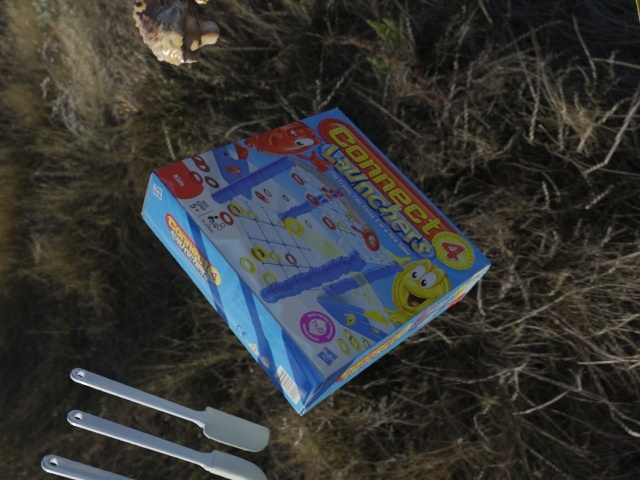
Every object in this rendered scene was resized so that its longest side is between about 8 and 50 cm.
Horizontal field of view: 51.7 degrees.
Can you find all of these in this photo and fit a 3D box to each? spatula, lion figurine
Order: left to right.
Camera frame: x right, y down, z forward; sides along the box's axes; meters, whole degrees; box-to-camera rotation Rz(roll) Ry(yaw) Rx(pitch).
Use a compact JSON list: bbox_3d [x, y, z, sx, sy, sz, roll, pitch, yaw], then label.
[{"bbox_3d":[-0.298,-0.504,1.166,0.142,0.240,0.392,-21,106,15],"label":"lion figurine"},{"bbox_3d":[-0.156,0.218,0.690,0.019,0.242,0.168,-56,21,24],"label":"spatula"}]

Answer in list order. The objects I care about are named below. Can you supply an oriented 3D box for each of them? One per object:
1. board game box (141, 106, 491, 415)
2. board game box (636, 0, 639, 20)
[{"bbox_3d":[0.000,0.000,0.803,0.308,0.302,0.086,48,140,18],"label":"board game box"},{"bbox_3d":[0.203,-0.112,0.301,0.103,0.026,0.154,-14,59,31],"label":"board game box"}]
